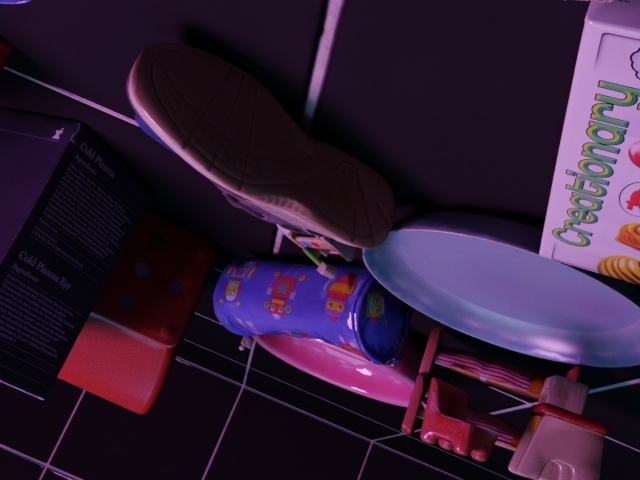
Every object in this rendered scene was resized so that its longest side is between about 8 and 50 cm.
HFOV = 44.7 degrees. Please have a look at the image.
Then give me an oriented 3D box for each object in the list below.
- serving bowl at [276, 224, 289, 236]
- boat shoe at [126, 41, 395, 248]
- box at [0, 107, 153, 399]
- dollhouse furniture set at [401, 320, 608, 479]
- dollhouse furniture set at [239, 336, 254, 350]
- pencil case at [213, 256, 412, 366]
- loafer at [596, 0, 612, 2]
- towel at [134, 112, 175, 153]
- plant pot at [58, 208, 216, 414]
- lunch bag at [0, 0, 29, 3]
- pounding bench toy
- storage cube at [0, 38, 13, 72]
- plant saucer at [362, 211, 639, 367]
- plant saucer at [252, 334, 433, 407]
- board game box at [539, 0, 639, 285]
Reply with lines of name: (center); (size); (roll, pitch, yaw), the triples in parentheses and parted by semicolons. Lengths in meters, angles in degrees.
serving bowl: (-0.019, -0.012, 0.931); (0.083, 0.027, 0.083); (20, 162, 7)
boat shoe: (-0.057, -0.070, 0.702); (0.285, 0.103, 0.092); (28, 157, -32)
box: (-0.456, -0.004, 1.030); (0.343, 0.313, 0.179); (14, 160, 28)
dollhouse furniture set: (0.209, 0.186, 0.924); (0.201, 0.152, 0.374); (17, 169, 12)
dollhouse furniture set: (-0.101, 0.196, 1.529); (0.091, 0.081, 0.114); (2, 153, 48)
pencil case: (-0.010, 0.089, 1.061); (0.306, 0.120, 0.133); (4, 164, 45)
loafer: (0.047, -0.172, 0.336); (0.251, 0.094, 0.087); (29, -172, 13)
towel: (-0.139, -0.120, 0.772); (0.067, 0.029, 0.119); (33, 160, -25)
plant pot: (-0.308, 0.082, 1.212); (0.267, 0.268, 0.235); (28, 150, -15)
lunch bag: (-0.236, -0.213, 0.566); (0.098, 0.067, 0.065); (13, 160, 26)
pounding bench toy: (0.000, 0.000, 0.852); (0.065, 0.083, 0.052); (3, 153, 46)
storage cube: (-0.470, -0.160, 0.797); (0.183, 0.193, 0.215); (36, 159, -35)
plant saucer: (0.199, 0.050, 0.821); (0.317, 0.044, 0.318); (20, 161, 7)
plant saucer: (0.044, 0.182, 1.315); (0.332, 0.084, 0.332); (20, 161, 7)
board game box: (0.248, -0.040, 0.487); (0.192, 0.053, 0.305); (17, 161, 18)
